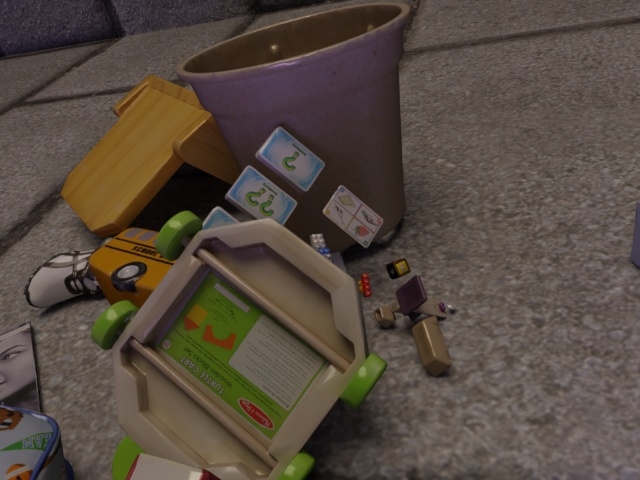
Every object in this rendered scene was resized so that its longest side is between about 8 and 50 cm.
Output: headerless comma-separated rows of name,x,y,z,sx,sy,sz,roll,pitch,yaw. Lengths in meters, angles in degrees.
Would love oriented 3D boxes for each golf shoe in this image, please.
golf shoe,-0.371,0.054,0.937,0.198,0.077,0.094,-31,37,-21

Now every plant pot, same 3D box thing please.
plant pot,-0.003,-0.158,0.886,0.334,0.305,0.334,-13,28,7

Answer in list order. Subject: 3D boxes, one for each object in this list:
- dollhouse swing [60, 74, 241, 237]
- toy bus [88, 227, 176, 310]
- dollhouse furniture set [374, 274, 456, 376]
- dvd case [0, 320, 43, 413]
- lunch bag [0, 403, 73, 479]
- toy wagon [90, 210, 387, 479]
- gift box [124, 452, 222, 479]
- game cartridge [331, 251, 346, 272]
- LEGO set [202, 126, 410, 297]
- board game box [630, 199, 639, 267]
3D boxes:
dollhouse swing,-0.274,-0.131,1.162,0.347,0.315,0.305,31,94,47
toy bus,-0.175,0.073,0.808,0.333,0.108,0.130,10,39,33
dollhouse furniture set,0.133,0.118,0.715,0.081,0.091,0.114,13,47,-33
dvd case,-0.471,0.209,0.801,0.165,0.018,0.221,-25,35,-16
lunch bag,-0.420,0.268,0.558,0.303,0.115,0.243,6,37,-1
toy wagon,-0.111,0.145,0.603,0.267,0.068,0.344,37,92,14
gift box,-0.013,0.291,0.312,0.258,0.276,0.255,6,52,22
game cartridge,0.029,0.054,0.804,0.017,0.056,0.083,-8,33,-4
LEGO set,0.000,0.000,0.699,0.182,0.244,0.060,-56,14,-23
board game box,0.559,-0.007,0.659,0.303,0.097,0.224,-18,33,-8
